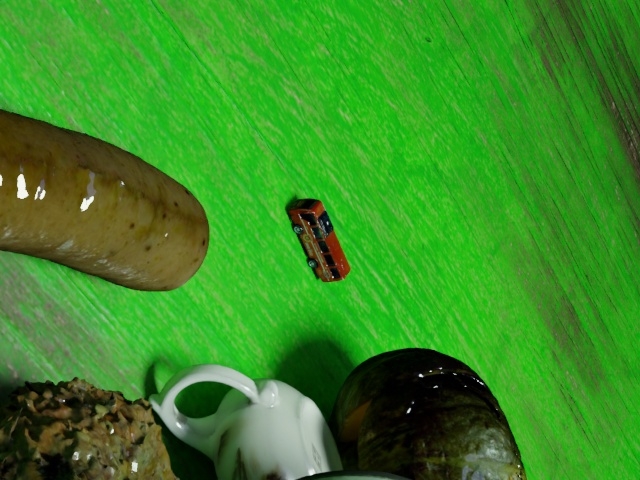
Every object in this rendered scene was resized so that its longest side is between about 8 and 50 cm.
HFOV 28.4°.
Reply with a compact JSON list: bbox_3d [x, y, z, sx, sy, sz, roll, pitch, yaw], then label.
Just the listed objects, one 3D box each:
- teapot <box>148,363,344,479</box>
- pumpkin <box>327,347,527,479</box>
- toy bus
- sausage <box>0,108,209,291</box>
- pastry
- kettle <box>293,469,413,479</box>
[{"bbox_3d":[-0.061,0.244,1.372,0.204,0.139,0.298,-82,149,-63],"label":"teapot"},{"bbox_3d":[0.113,0.279,1.468,0.192,0.320,0.320,-6,92,-19],"label":"pumpkin"},{"bbox_3d":[0.000,0.000,1.550,0.031,0.043,0.110,-50,125,-43],"label":"toy bus"},{"bbox_3d":[-0.279,-0.046,1.115,0.501,0.123,0.136,14,104,-52],"label":"sausage"},{"bbox_3d":[-0.215,0.254,1.107,0.275,0.193,0.274,15,71,-50],"label":"pastry"},{"bbox_3d":[-0.027,0.418,1.131,0.376,0.361,0.250,-84,166,-46],"label":"kettle"}]
